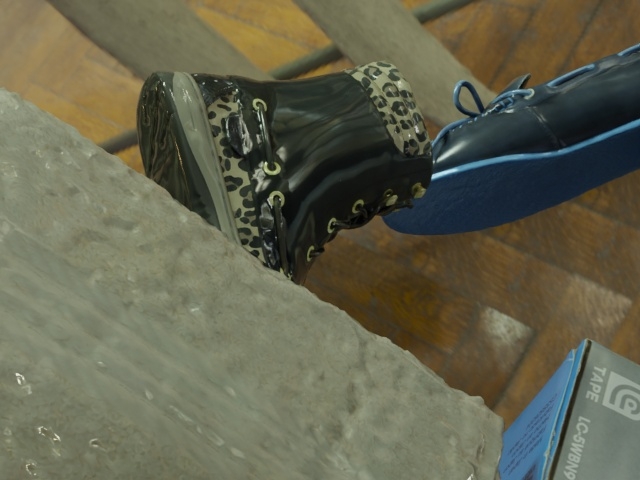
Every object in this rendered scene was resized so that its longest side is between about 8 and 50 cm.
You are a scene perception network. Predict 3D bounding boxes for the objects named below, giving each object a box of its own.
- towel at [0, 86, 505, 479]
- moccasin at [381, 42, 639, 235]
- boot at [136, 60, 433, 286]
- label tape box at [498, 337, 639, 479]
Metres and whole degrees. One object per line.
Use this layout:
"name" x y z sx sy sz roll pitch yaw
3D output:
"towel" -0.051 0.067 0.372 0.049 0.282 0.187 -49 11 33
"moccasin" 0.213 -0.102 1.003 0.341 0.138 0.117 -16 60 0
"boot" 0.001 -0.001 0.621 0.085 0.178 0.237 -30 76 58
"label tape box" 0.224 0.224 0.542 0.333 0.241 0.106 27 48 2
